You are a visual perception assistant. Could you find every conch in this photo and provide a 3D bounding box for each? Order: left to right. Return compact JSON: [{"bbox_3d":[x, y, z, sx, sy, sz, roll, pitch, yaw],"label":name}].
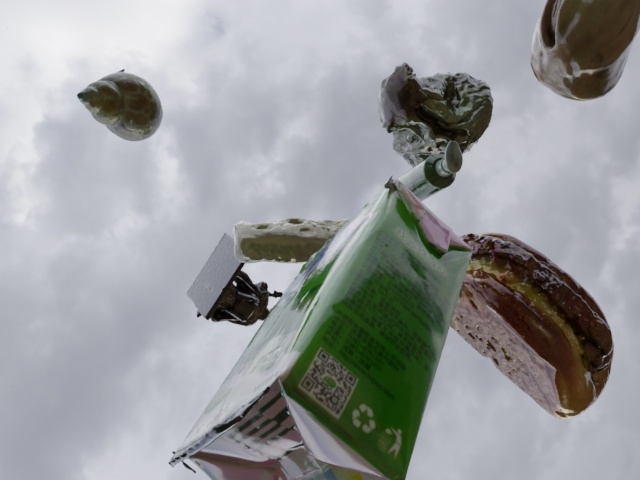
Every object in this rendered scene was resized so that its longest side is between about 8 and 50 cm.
[{"bbox_3d":[-0.313,-0.216,1.024,0.105,0.173,0.116,-30,-69,-7],"label":"conch"}]

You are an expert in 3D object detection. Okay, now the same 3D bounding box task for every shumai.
[{"bbox_3d":[0.205,-0.266,1.302,0.221,0.260,0.225,26,-100,-11],"label":"shumai"}]

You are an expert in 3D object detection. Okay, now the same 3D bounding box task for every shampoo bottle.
[{"bbox_3d":[0.180,-0.107,1.072,0.065,0.204,0.065,3,-101,-16],"label":"shampoo bottle"}]

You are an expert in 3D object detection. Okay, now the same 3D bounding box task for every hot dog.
[{"bbox_3d":[0.383,0.135,1.190,0.185,0.405,0.223,-41,-18,-23],"label":"hot dog"}]

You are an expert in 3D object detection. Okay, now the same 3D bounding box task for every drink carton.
[{"bbox_3d":[0.015,0.082,0.506,0.108,0.271,0.161,42,-51,-8],"label":"drink carton"}]

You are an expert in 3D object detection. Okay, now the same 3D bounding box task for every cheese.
[{"bbox_3d":[0.000,0.000,0.695,0.193,0.065,0.044,0,-58,-9],"label":"cheese"}]

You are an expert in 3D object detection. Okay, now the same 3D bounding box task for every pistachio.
[{"bbox_3d":[0.331,-0.268,0.760,0.131,0.129,0.206,35,-107,-27],"label":"pistachio"}]

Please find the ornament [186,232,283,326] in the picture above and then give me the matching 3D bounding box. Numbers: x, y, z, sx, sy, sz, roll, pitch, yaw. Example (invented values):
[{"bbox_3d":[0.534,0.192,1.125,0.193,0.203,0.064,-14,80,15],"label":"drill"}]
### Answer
[{"bbox_3d":[-0.144,0.118,1.291,0.196,0.153,0.166,35,-91,-28],"label":"ornament"}]
